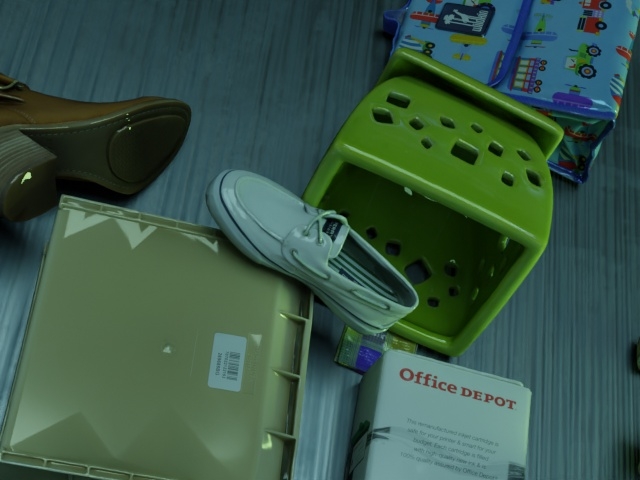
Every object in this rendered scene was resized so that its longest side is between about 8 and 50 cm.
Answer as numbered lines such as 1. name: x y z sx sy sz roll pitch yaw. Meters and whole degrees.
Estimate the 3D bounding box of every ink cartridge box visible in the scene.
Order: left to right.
1. ink cartridge box: 0.108 0.236 1.086 0.160 0.092 0.219 17 60 -9

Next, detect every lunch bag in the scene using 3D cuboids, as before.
1. lunch bag: 0.217 -0.229 1.359 0.293 0.138 0.220 16 60 5

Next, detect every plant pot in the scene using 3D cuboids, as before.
1. plant pot: 0.110 -0.051 1.163 0.227 0.228 0.207 26 52 -2

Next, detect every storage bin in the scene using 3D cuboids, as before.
1. storage bin: -0.151 0.120 1.049 0.261 0.123 0.262 13 60 -12

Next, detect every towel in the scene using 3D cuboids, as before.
1. towel: 0.061 0.118 1.180 0.083 0.009 0.060 23 60 -5

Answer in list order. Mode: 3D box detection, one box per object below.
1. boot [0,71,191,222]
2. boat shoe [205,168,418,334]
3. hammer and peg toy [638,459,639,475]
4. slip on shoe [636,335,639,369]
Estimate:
1. boot: -0.293 -0.123 1.154 0.220 0.109 0.283 32 42 26
2. boat shoe: 0.000 0.000 1.050 0.226 0.076 0.083 36 51 -20
3. hammer and peg toy: 0.297 0.279 1.022 0.127 0.266 0.361 30 60 -1
4. slip on shoe: 0.421 0.135 1.265 0.135 0.051 0.041 9 50 -6
